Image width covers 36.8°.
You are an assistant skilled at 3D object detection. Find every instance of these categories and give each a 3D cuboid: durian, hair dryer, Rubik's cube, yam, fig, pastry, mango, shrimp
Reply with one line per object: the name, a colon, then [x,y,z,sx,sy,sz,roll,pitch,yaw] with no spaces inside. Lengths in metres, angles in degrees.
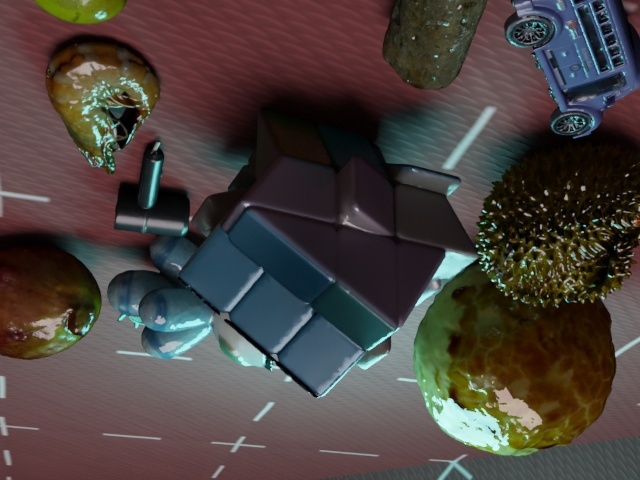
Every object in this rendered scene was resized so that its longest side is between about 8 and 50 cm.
durian: [0.377,-0.034,1.486,0.293,0.258,0.258,-29,142,28]
hair dryer: [-0.267,-0.089,1.560,0.124,0.071,0.219,4,144,-12]
Rubik's cube: [0.000,0.000,1.417,0.387,0.368,0.358,42,143,-4]
yam: [0.140,-0.278,1.139,0.107,0.107,0.194,3,151,-6]
fig: [-0.528,0.115,1.790,0.263,0.224,0.224,-11,151,13]
pastry: [0.368,0.218,1.792,0.388,0.389,0.312,2,-170,-3]
mango: [-0.289,-0.312,1.091,0.117,0.089,0.163,-18,147,30]
shrimp: [-0.299,-0.184,1.379,0.152,0.063,0.287,-10,151,-4]

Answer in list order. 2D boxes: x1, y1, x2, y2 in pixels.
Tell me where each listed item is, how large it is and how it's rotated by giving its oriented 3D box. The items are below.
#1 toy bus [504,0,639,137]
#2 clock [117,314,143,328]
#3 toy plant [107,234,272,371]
toy bus: [0.312,-0.251,1.168,0.133,0.125,0.292,-13,148,23]
clock: [-0.361,0.147,2.020,0.135,0.041,0.101,-22,145,36]
toy plant: [-0.230,0.107,1.783,0.332,0.247,0.247,8,152,0]
